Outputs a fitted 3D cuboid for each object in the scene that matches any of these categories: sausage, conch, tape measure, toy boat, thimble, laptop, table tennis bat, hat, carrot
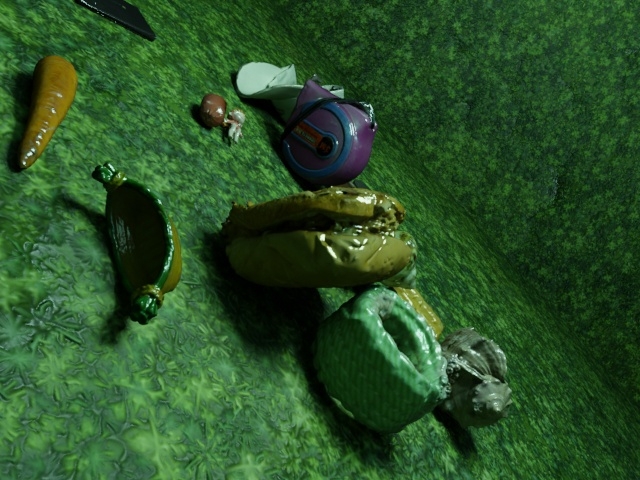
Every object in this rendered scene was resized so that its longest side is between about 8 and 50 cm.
[{"bbox_3d":[-0.236,-0.285,1.149,0.054,0.059,0.094,15,35,-18],"label":"sausage"},{"bbox_3d":[0.295,0.270,1.080,0.162,0.178,0.245,30,4,-17],"label":"conch"},{"bbox_3d":[0.023,-0.263,1.341,0.231,0.245,0.149,39,17,22],"label":"tape measure"},{"bbox_3d":[-0.227,0.003,0.658,0.230,0.088,0.088,63,13,25],"label":"toy boat"},{"bbox_3d":[0.097,0.194,0.857,0.219,0.150,0.219,39,24,-20],"label":"thimble"},{"bbox_3d":[-0.469,-0.527,1.176,0.197,0.016,0.135,11,42,-56],"label":"laptop"},{"bbox_3d":[0.174,-0.108,1.660,0.131,0.022,0.235,22,32,-49],"label":"table tennis bat"},{"bbox_3d":[-0.099,-0.398,1.509,0.301,0.168,0.257,-10,34,-37],"label":"hat"},{"bbox_3d":[0.122,0.041,1.145,0.181,0.124,0.187,19,30,28],"label":"conch"},{"bbox_3d":[-0.379,-0.183,0.732,0.061,0.061,0.257,29,31,-38],"label":"carrot"}]

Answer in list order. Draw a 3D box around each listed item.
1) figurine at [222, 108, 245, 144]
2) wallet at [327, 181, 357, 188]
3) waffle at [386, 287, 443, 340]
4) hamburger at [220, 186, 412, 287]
[{"bbox_3d":[-0.197,-0.257,1.192,0.064,0.047,0.109,47,28,-38],"label":"figurine"},{"bbox_3d":[0.044,-0.169,1.486,0.176,0.026,0.095,50,42,0],"label":"wallet"},{"bbox_3d":[0.184,0.179,1.160,0.168,0.057,0.274,51,23,7],"label":"waffle"},{"bbox_3d":[0.000,0.000,0.889,0.318,0.318,0.158,4,85,-59],"label":"hamburger"}]
